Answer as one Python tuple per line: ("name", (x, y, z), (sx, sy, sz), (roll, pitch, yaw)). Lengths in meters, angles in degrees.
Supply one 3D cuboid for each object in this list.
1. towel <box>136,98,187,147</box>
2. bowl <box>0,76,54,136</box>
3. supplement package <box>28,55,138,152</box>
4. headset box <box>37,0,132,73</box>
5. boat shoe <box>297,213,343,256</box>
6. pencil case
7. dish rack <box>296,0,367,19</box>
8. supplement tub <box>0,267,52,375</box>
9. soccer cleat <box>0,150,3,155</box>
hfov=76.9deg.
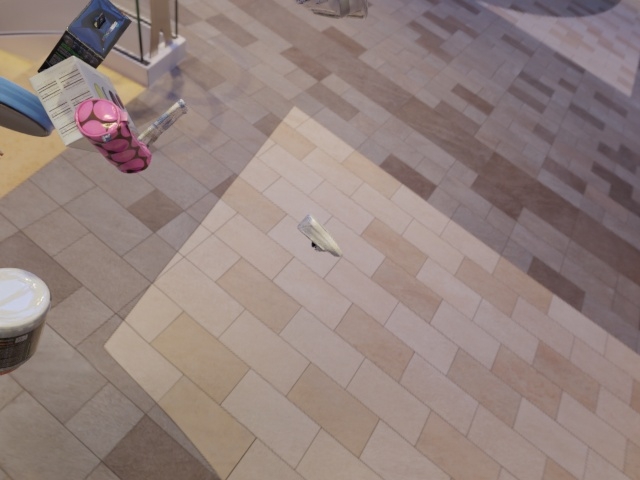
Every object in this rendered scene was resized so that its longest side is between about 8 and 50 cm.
("towel", (-0.644, -0.453, 1.617), (0.285, 0.209, 0.034), (-44, 107, -5))
("bowl", (-1.137, -0.482, 1.404), (0.390, 0.391, 0.077), (16, 78, -8))
("supplement package", (-0.694, -0.394, 1.205), (0.149, 0.194, 0.203), (-26, 96, 2))
("headset box", (-0.822, -0.688, 1.415), (0.131, 0.282, 0.247), (39, 48, -37))
("boat shoe", (0.000, 0.000, 1.154), (0.063, 0.184, 0.066), (-36, 46, 8))
("pencil case", (-0.432, -0.214, 0.866), (0.098, 0.209, 0.095), (-14, 82, -9))
("dish rack", (-0.025, -0.514, 0.675), (0.072, 0.286, 0.333), (-22, 32, 0))
("supplement tub", (-0.884, 0.239, 1.123), (0.193, 0.316, 0.194), (25, 36, -20))
("soccer cleat", (-1.074, -0.251, 1.271), (0.076, 0.068, 0.196), (42, 13, -39))
